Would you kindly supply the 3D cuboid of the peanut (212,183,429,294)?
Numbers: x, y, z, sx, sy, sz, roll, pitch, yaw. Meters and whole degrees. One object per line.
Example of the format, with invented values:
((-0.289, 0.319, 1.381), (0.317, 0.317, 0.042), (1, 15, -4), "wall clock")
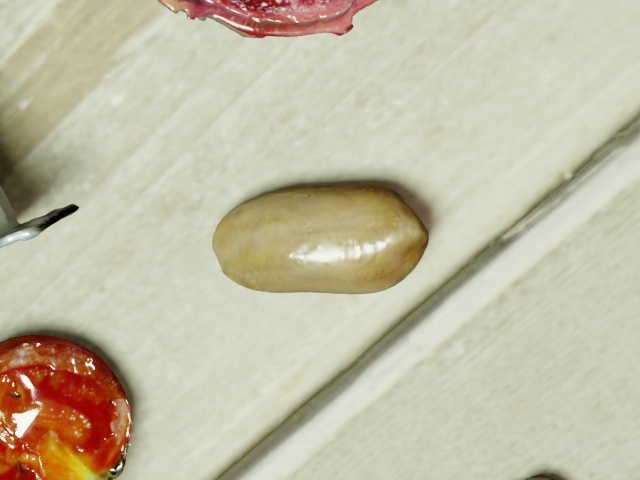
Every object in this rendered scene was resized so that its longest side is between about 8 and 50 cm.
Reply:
((0.000, 0.000, 1.265), (0.152, 0.076, 0.076), (-3, 112, 11), "peanut")

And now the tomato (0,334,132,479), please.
((-0.214, 0.144, 1.334), (0.139, 0.091, 0.159), (31, 84, -19), "tomato")

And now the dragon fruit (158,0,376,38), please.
((-0.045, -0.224, 1.155), (0.274, 0.126, 0.161), (21, 122, 2), "dragon fruit")

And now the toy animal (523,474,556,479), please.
((0.191, 0.270, 1.354), (0.186, 0.094, 0.214), (-18, 102, 2), "toy animal")

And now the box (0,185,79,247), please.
((-0.332, -0.052, 1.210), (0.262, 0.291, 0.206), (-24, 96, -30), "box")
